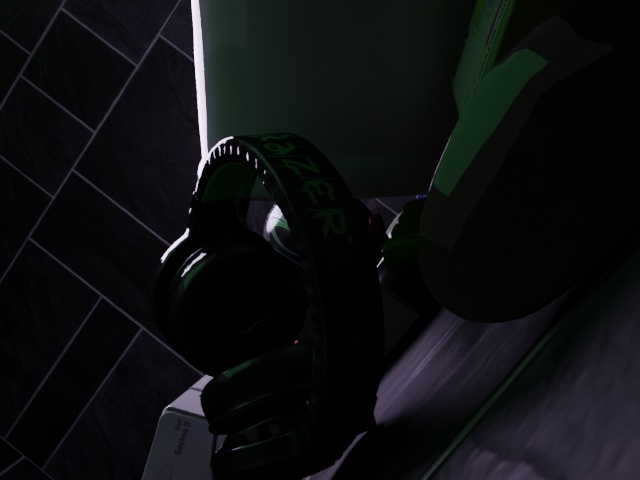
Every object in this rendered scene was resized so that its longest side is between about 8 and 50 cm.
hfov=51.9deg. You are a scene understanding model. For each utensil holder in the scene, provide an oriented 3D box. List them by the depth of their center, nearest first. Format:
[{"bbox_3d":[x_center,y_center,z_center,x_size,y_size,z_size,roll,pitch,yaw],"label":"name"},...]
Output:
[{"bbox_3d":[0.023,-0.248,0.703,0.327,0.328,0.385,-39,-52,-76],"label":"utensil holder"}]

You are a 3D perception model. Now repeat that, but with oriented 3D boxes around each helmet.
[{"bbox_3d":[0.000,0.000,0.895,0.169,0.162,0.169,-52,-3,-4],"label":"helmet"}]

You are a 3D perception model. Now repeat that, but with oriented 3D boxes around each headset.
[{"bbox_3d":[-0.032,0.093,0.571,0.185,0.243,0.394,-8,-44,-29],"label":"headset"}]

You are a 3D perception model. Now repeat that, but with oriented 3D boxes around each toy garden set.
[{"bbox_3d":[0.088,0.002,0.659,0.204,0.049,0.244,-15,9,15],"label":"toy garden set"}]

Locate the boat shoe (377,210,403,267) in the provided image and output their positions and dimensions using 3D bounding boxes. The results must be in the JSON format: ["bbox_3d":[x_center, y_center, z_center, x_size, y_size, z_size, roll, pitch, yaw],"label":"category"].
[{"bbox_3d":[0.113,0.057,1.071,0.227,0.069,0.081,-54,32,-5],"label":"boat shoe"}]

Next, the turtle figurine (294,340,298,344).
[{"bbox_3d":[-0.113,0.369,1.476,0.269,0.087,0.217,-61,-5,-38],"label":"turtle figurine"}]

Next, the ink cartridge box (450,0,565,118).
[{"bbox_3d":[0.175,-0.202,0.523,0.255,0.097,0.188,-83,5,-56],"label":"ink cartridge box"}]

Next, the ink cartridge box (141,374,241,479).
[{"bbox_3d":[-0.162,0.315,0.941,0.273,0.115,0.198,22,-96,-87],"label":"ink cartridge box"}]

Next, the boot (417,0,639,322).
[{"bbox_3d":[0.167,-0.082,0.342,0.305,0.112,0.115,-57,-34,7],"label":"boot"}]

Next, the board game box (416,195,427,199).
[{"bbox_3d":[0.290,-0.202,0.914,0.347,0.078,0.233,-51,-3,-27],"label":"board game box"}]

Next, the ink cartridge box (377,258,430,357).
[{"bbox_3d":[0.045,0.126,0.856,0.307,0.072,0.303,-56,-3,25],"label":"ink cartridge box"}]
